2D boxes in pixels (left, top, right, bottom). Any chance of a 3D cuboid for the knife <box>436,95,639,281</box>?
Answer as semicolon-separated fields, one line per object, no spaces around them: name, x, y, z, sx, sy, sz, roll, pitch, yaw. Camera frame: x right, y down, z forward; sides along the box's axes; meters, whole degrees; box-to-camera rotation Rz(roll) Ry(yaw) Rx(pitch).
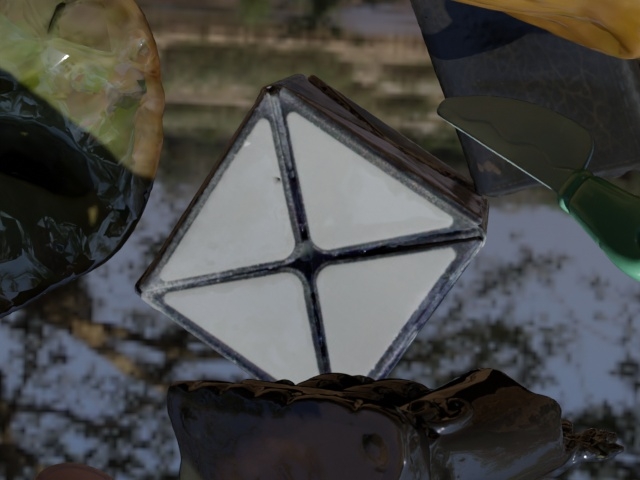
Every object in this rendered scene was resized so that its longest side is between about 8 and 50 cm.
knife;0.175;-0.055;1.131;0.035;0.063;0.260;37;-173;-48

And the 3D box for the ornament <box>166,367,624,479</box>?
ornament;0.061;0.131;1.088;0.251;0.106;0.260;3;-171;41

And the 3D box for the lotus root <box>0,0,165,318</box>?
lotus root;-0.296;-0.113;0.995;0.375;0.390;0.111;-39;-163;-1

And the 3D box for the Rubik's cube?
Rubik's cube;0.000;0.000;1.565;0.255;0.260;0.259;35;-172;-1

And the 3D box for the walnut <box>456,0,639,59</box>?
walnut;0.098;-0.254;0.480;0.354;0.397;0.308;5;179;-8

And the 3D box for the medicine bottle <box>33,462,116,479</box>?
medicine bottle;-0.298;0.364;1.672;0.133;0.249;0.133;24;-148;-16

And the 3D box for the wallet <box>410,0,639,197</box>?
wallet;0.146;-0.192;1.203;0.170;0.321;0.044;-12;-164;35
